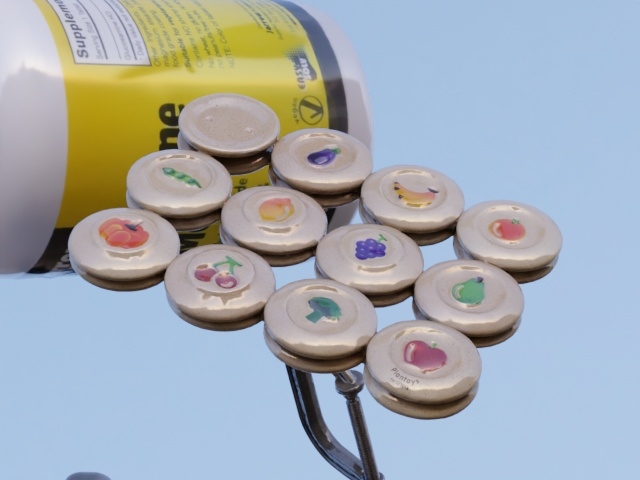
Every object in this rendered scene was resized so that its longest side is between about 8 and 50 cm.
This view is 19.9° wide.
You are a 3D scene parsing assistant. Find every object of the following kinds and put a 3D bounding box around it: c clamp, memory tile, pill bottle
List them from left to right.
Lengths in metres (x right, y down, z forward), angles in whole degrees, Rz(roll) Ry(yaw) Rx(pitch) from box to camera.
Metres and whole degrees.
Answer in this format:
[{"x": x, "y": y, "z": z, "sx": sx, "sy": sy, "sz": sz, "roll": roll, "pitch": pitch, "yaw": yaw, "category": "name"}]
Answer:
[{"x": -0.147, "y": -0.070, "z": 1.194, "sx": 0.334, "sy": 0.188, "sz": 0.188, "roll": -3, "pitch": -40, "yaw": -33, "category": "pill bottle"}, {"x": 0.000, "y": 0.000, "z": 0.612, "sx": 0.148, "sy": 0.113, "sz": 0.012, "roll": 21, "pitch": -49, "yaw": 18, "category": "memory tile"}, {"x": 0.021, "y": 0.133, "z": 1.311, "sx": 0.022, "sy": 0.137, "sz": 0.161, "roll": -31, "pitch": -56, "yaw": -21, "category": "c clamp"}]

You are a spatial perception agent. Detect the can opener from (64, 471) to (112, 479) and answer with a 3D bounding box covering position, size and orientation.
[{"x": -0.185, "y": 0.315, "z": 1.435, "sx": 0.093, "sy": 0.280, "sz": 0.074, "roll": -3, "pitch": -40, "yaw": 7, "category": "can opener"}]
